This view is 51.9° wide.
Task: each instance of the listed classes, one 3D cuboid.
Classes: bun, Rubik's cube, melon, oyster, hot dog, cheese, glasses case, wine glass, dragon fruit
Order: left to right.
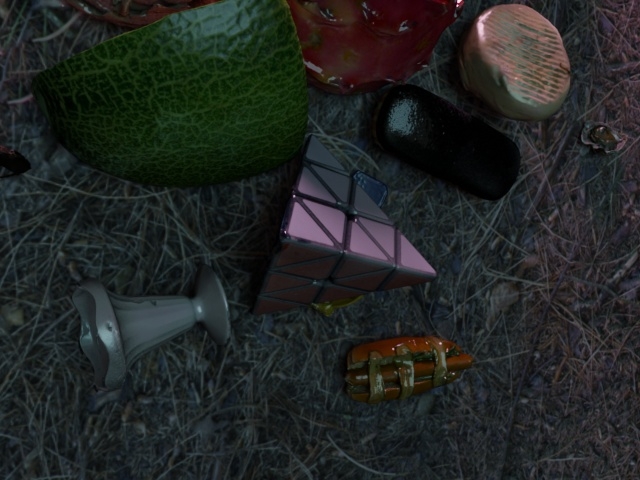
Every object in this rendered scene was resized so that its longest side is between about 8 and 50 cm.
[{"bbox_3d":[-0.243,0.113,0.951,0.196,0.165,0.165,-16,99,-30],"label":"wine glass"},{"bbox_3d":[-0.210,-0.203,0.939,0.343,0.331,0.226,-26,67,-13],"label":"melon"},{"bbox_3d":[-0.001,0.002,0.992,0.233,0.228,0.228,-36,124,-25],"label":"Rubik's cube"},{"bbox_3d":[0.044,0.006,1.118,0.156,0.064,0.250,27,83,-23],"label":"cheese"},{"bbox_3d":[0.073,-0.422,1.023,0.386,0.249,0.371,-30,100,-22],"label":"dragon fruit"},{"bbox_3d":[0.159,0.227,1.178,0.269,0.072,0.109,-4,97,-23],"label":"hot dog"},{"bbox_3d":[0.231,-0.171,1.178,0.321,0.082,0.122,21,94,-28],"label":"glasses case"},{"bbox_3d":[0.346,-0.321,1.209,0.209,0.116,0.237,6,67,-18],"label":"bun"},{"bbox_3d":[0.587,-0.213,1.374,0.100,0.037,0.098,34,59,-1],"label":"oyster"}]

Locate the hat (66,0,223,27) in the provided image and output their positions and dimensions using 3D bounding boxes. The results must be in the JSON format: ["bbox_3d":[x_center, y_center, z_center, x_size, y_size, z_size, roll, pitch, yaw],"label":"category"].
[{"bbox_3d":[-0.241,-0.406,0.945,0.286,0.107,0.237,29,97,-18],"label":"hat"}]

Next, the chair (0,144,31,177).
[{"bbox_3d":[-0.490,-0.124,0.823,0.213,0.174,0.149,40,73,-9],"label":"chair"}]
